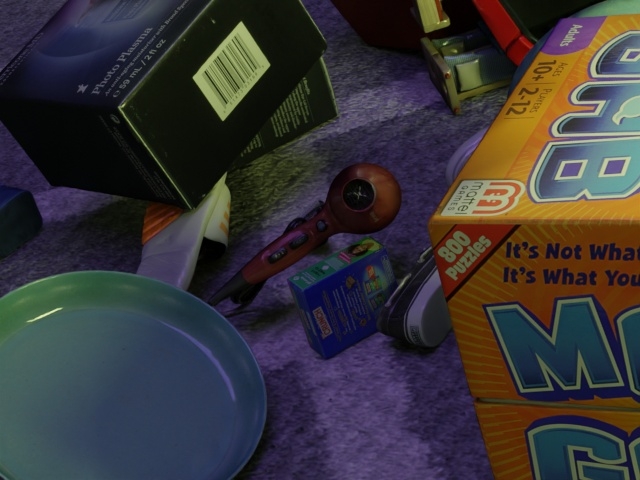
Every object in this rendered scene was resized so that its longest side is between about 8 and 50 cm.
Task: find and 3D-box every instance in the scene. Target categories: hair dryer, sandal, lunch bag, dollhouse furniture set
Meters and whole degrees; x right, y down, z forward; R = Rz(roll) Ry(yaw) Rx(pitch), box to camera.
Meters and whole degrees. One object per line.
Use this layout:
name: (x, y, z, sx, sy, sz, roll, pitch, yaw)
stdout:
hair dryer: (0.000, 0.000, 1.955, 0.223, 0.080, 0.293, -43, -2, -37)
sandal: (-0.162, 0.013, 2.119, 0.102, 0.076, 0.265, -16, 37, 25)
lunch bag: (-0.417, -0.030, 2.326, 0.065, 0.067, 0.098, 12, 40, 41)
dollhouse furniture set: (0.197, -0.285, 2.316, 0.129, 0.183, 0.129, -19, 30, -3)

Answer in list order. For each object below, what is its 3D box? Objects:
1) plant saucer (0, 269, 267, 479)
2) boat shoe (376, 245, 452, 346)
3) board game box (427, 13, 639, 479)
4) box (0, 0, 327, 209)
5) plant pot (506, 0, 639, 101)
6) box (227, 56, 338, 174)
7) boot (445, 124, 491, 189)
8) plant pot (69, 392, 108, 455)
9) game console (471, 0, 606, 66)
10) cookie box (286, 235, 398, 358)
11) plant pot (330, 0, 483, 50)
plant saucer: (-0.214, 0.160, 1.801, 0.318, 0.043, 0.317, 9, 44, -8)
boat shoe: (0.135, 0.029, 1.925, 0.070, 0.077, 0.219, 8, 40, 36)
board game box: (0.350, 0.037, 1.516, 0.357, 0.356, 0.356, 0, 33, 28)
box: (-0.209, -0.212, 2.209, 0.294, 0.182, 0.296, 8, 52, 46)
plant pot: (0.345, -0.082, 1.828, 0.290, 0.290, 0.195, -12, 44, 9)
box: (-0.107, -0.188, 2.391, 0.207, 0.108, 0.153, -31, 32, -21)
boot: (0.277, -0.095, 2.033, 0.258, 0.095, 0.123, -19, 19, -5)
plant pot: (-0.238, 0.213, 1.821, 0.083, 0.083, 0.079, -23, 42, -11)
game console: (0.337, -0.404, 2.335, 0.387, 0.060, 0.342, -25, 73, -26)
cookie box: (0.028, 0.061, 1.913, 0.107, 0.092, 0.040, -28, 29, -18)
plant pot: (0.142, -0.412, 2.495, 0.267, 0.235, 0.267, -34, 27, -26)
